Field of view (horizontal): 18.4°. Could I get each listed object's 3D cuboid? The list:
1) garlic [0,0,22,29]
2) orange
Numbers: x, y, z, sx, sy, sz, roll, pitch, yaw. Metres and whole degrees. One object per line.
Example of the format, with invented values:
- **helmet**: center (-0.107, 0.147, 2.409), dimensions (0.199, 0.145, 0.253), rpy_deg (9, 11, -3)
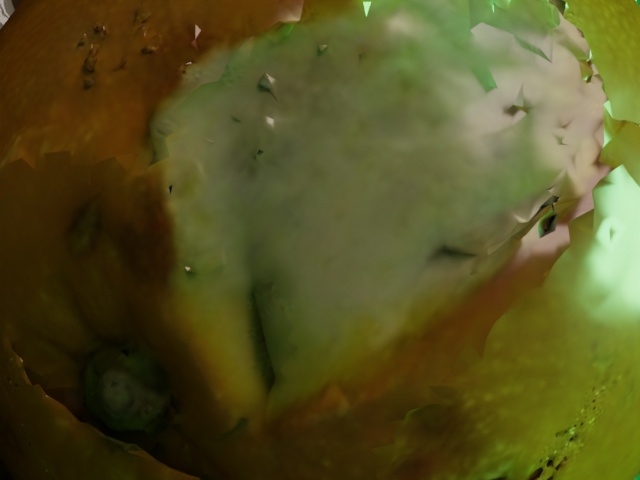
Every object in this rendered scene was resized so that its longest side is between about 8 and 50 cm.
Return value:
- **garlic**: center (-0.122, -0.085, 0.675), dimensions (0.131, 0.194, 0.127), rpy_deg (15, 42, -39)
- **orange**: center (0.000, 0.000, 0.597), dimensions (0.240, 0.240, 0.240), rpy_deg (24, 30, -15)
